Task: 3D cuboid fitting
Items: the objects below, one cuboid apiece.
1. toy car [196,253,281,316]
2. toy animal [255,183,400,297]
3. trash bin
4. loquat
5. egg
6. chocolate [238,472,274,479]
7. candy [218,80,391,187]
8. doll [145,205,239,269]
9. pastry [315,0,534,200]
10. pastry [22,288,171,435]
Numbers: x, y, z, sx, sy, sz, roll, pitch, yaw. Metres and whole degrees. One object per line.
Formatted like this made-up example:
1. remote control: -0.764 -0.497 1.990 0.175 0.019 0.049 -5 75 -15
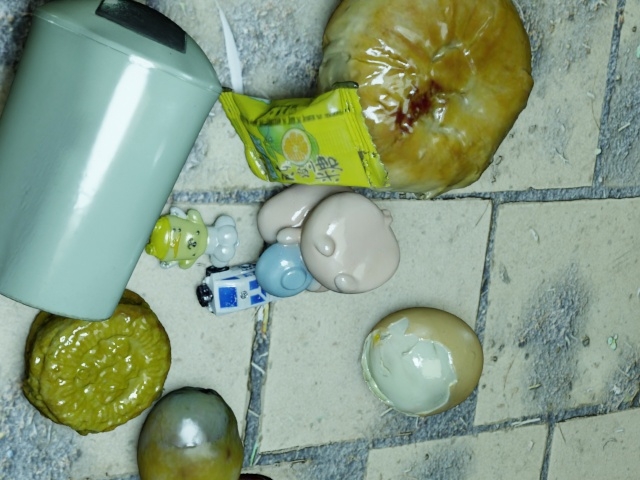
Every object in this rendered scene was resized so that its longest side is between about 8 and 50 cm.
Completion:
1. toy car: -0.129 0.078 1.786 0.170 0.070 0.080 -13 111 -29
2. toy animal: 0.017 -0.012 1.739 0.210 0.221 0.229 58 39 -23
3. trash bin: -0.326 -0.130 1.488 0.280 0.280 0.432 20 96 -34
4. loquat: -0.217 0.349 1.750 0.179 0.179 0.227 -20 118 -25
5. egg: 0.199 0.222 1.952 0.244 0.201 0.201 -2 105 -44
6. chocolate: -0.127 0.570 1.861 0.283 0.186 0.284 -10 109 -29
7. candy: -0.034 -0.163 1.646 0.081 0.297 0.187 -43 123 -35
8. doll: -0.206 -0.002 1.721 0.162 0.062 0.106 2 107 -33
9. pastry: 0.161 -0.271 1.755 0.409 0.245 0.409 -9 108 -27
10. pastry: -0.348 0.195 1.650 0.240 0.132 0.235 -13 110 -27
